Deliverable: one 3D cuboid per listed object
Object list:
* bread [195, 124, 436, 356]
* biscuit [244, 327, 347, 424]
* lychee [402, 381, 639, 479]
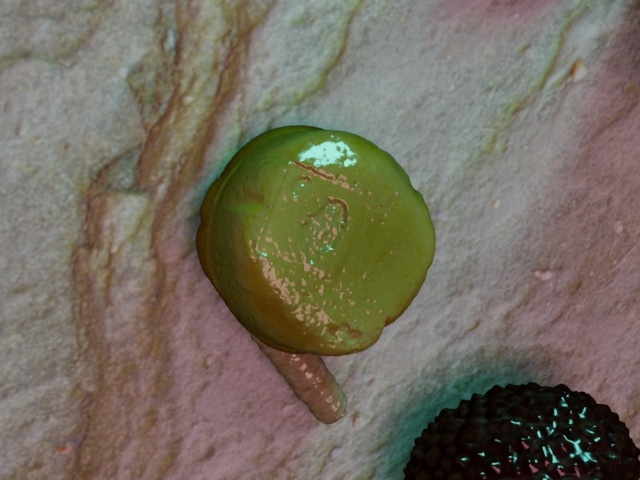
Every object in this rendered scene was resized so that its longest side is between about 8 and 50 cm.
[{"bbox_3d":[0.000,0.000,1.032,0.270,0.148,0.270,-1,92,-29],"label":"bread"},{"bbox_3d":[-0.036,0.142,1.125,0.055,0.061,0.219,-40,115,-13],"label":"biscuit"},{"bbox_3d":[0.273,0.334,1.192,0.330,0.306,0.306,9,106,5],"label":"lychee"}]
